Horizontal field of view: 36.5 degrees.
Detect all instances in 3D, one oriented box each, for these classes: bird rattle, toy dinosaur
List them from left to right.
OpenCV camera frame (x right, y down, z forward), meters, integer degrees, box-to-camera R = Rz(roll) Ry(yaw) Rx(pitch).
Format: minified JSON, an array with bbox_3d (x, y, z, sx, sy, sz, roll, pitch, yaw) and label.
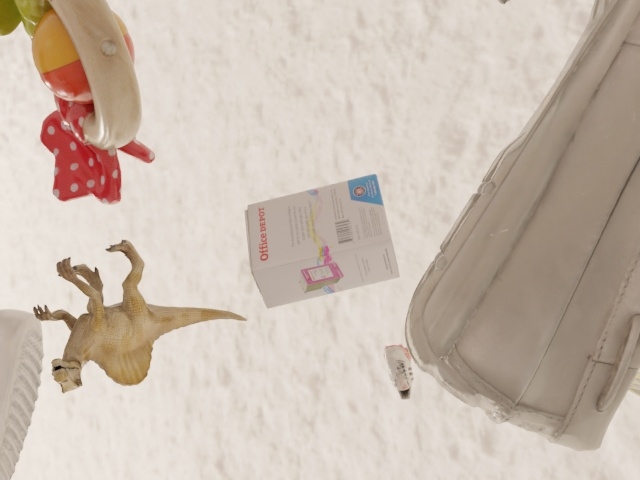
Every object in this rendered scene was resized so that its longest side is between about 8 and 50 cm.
[{"bbox_3d":[-0.210,-0.145,0.805,0.207,0.143,0.254,18,122,63],"label":"bird rattle"},{"bbox_3d":[-0.134,0.051,0.655,0.053,0.183,0.093,-27,86,32],"label":"toy dinosaur"}]

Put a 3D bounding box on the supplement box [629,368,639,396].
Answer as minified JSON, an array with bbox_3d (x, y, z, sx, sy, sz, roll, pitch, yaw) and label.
[{"bbox_3d":[0.385,0.065,0.909,0.194,0.356,0.195,0,65,62],"label":"supplement box"}]

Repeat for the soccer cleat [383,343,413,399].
[{"bbox_3d":[0.085,0.140,1.033,0.083,0.029,0.036,71,-165,-52],"label":"soccer cleat"}]

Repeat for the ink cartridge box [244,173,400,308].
[{"bbox_3d":[0.000,0.000,0.848,0.088,0.122,0.052,-98,-6,-47],"label":"ink cartridge box"}]

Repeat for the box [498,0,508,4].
[{"bbox_3d":[0.199,-0.276,0.671,0.051,0.175,0.220,51,170,10],"label":"box"}]

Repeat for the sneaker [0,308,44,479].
[{"bbox_3d":[-0.359,0.218,0.857,0.135,0.150,0.366,-109,39,-79],"label":"sneaker"}]

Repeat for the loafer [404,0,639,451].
[{"bbox_3d":[0.155,-0.059,0.402,0.319,0.111,0.112,-59,-3,13],"label":"loafer"}]
